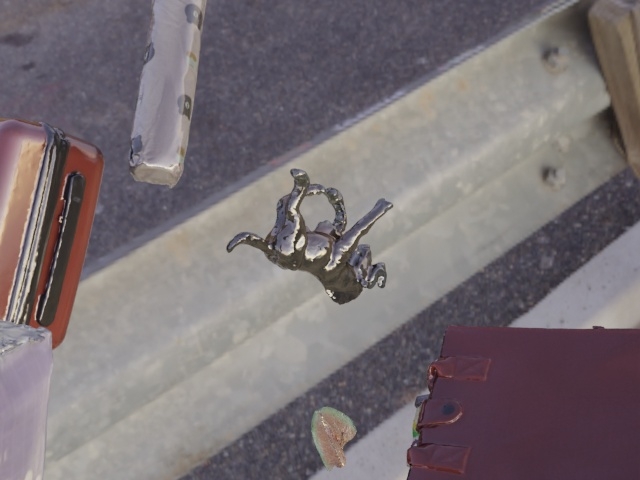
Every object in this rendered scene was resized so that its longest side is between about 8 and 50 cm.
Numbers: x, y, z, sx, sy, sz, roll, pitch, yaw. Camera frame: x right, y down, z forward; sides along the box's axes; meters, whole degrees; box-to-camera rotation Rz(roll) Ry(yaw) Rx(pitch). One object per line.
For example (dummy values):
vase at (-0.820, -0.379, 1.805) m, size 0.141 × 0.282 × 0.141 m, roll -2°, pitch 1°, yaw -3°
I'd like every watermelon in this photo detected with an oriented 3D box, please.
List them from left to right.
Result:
watermelon at (0.030, 0.410, 1.904) m, size 0.101 × 0.155 × 0.080 m, roll -36°, pitch 15°, yaw -18°

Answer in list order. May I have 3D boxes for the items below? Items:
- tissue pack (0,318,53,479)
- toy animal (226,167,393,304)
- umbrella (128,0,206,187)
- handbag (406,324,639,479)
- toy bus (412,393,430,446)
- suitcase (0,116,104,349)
tissue pack at (-0.254, 0.228, 0.497) m, size 0.125 × 0.343 × 0.242 m, roll 7°, pitch 8°, yaw 5°
toy animal at (0.000, 0.000, 1.135) m, size 0.084 × 0.233 × 0.148 m, roll 8°, pitch 83°, yaw 55°
umbrella at (-0.190, -0.230, 1.135) m, size 0.067 × 0.073 × 0.337 m, roll -24°, pitch 55°, yaw 54°
handbag at (0.240, 0.214, 0.975) m, size 0.276 × 0.084 × 0.260 m, roll 1°, pitch 48°, yaw 25°
toy bus at (0.296, 0.429, 1.708) m, size 0.143 × 0.305 × 0.179 m, roll -10°, pitch 47°, yaw 38°
suitcase at (-0.418, -0.012, 1.169) m, size 0.236 × 0.161 × 0.297 m, roll 10°, pitch 86°, yaw 43°
